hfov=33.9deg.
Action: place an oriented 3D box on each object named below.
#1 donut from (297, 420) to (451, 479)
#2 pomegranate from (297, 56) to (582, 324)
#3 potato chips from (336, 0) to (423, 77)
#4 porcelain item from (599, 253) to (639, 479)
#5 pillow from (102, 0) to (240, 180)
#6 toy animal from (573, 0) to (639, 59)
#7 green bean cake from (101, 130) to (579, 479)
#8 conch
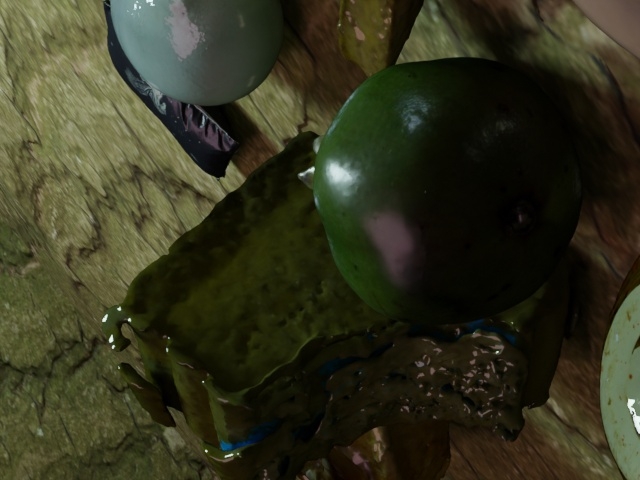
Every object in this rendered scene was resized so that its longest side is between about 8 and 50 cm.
[{"bbox_3d":[0.016,0.167,1.209,0.330,0.160,0.330,34,138,39],"label":"donut"},{"bbox_3d":[0.069,-0.040,0.734,0.225,0.187,0.187,18,144,54],"label":"pomegranate"},{"bbox_3d":[0.042,-0.237,0.591,0.057,0.080,0.407,27,157,13],"label":"potato chips"},{"bbox_3d":[0.280,0.082,0.539,0.253,0.253,0.253,40,157,21],"label":"porcelain item"},{"bbox_3d":[-0.166,-0.163,1.150,0.208,0.055,0.141,49,167,1],"label":"pillow"},{"bbox_3d":[0.197,-0.100,0.413,0.250,0.154,0.166,46,114,2],"label":"toy animal"},{"bbox_3d":[0.024,0.094,0.865,0.285,0.310,0.202,39,155,29],"label":"green bean cake"},{"bbox_3d":[-0.122,-0.212,0.923,0.221,0.121,0.184,26,120,53],"label":"conch"}]
